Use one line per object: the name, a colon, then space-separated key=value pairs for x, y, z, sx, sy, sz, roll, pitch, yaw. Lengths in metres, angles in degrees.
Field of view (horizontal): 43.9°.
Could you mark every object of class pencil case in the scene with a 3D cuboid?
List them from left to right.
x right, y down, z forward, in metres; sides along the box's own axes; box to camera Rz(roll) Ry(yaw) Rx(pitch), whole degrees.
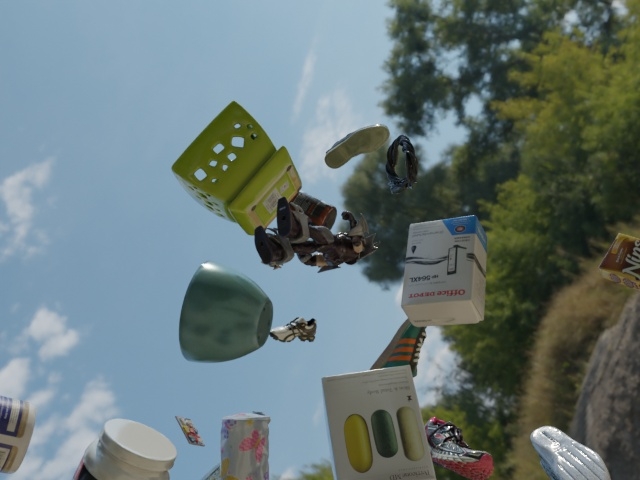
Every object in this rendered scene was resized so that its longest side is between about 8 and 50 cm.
pencil case: x=-0.168 y=0.532 z=1.819 sx=0.124 sy=0.113 sz=0.273 roll=6 pitch=-101 yaw=-41

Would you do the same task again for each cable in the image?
cable: x=0.223 y=-0.210 z=2.136 sx=0.184 sy=0.047 sz=0.151 roll=141 pitch=130 yaw=-72

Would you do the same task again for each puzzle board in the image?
puzzle board: x=-0.392 y=0.576 z=2.403 sx=0.011 sy=0.096 sz=0.128 roll=-33 pitch=-22 yaw=0

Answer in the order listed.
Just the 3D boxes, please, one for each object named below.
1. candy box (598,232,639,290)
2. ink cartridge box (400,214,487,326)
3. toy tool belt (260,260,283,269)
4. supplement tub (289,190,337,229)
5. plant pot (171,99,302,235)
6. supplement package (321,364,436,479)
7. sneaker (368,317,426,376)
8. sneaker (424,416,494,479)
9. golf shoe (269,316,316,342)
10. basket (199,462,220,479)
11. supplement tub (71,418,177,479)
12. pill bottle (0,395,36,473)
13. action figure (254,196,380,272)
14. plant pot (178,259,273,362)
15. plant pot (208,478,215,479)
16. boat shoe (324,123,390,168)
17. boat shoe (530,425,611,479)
candy box: x=0.764 y=0.063 z=1.862 sx=0.109 sy=0.186 sz=0.053 roll=-55 pitch=-43 yaw=-14
ink cartridge box: x=0.251 y=0.062 z=1.600 sx=0.086 sy=0.148 sz=0.203 roll=54 pitch=-144 yaw=-46
toy tool belt: x=-0.121 y=0.054 z=2.164 sx=0.051 sy=0.083 sz=0.052 roll=35 pitch=-111 yaw=-27
supplement tub: x=-0.057 y=-0.093 z=2.366 sx=0.106 sy=0.197 sz=0.106 roll=-53 pitch=-20 yaw=-29
plant pot: x=-0.181 y=-0.153 z=1.889 sx=0.227 sy=0.207 sz=0.228 roll=-49 pitch=-18 yaw=-9
supplement package: x=0.119 y=0.438 z=1.691 sx=0.198 sy=0.199 sz=0.263 roll=85 pitch=176 yaw=-50
sneaker: x=0.261 y=0.347 z=2.391 sx=0.302 sy=0.121 sz=0.108 roll=-53 pitch=-22 yaw=-8
sneaker: x=0.326 y=0.511 z=1.977 sx=0.120 sy=0.299 sz=0.112 roll=31 pitch=-103 yaw=-20
golf shoe: x=-0.099 y=0.313 z=2.848 sx=0.198 sy=0.077 sz=0.094 roll=2 pitch=-67 yaw=-38
basket: x=-0.220 y=0.610 z=1.947 sx=0.113 sy=0.103 sz=0.167 roll=65 pitch=-160 yaw=0
supplement tub: x=-0.437 y=0.538 z=1.680 sx=0.272 sy=0.191 sz=0.191 roll=-64 pitch=-25 yaw=4
pill bottle: x=-0.741 y=0.381 z=1.641 sx=0.264 sy=0.153 sz=0.153 roll=21 pitch=-87 yaw=-24
action figure: x=0.000 y=0.000 z=1.599 sx=0.185 sy=0.099 sz=0.285 roll=-35 pitch=-28 yaw=28
plant pot: x=-0.245 y=0.214 z=2.228 sx=0.290 sy=0.195 sz=0.291 roll=9 pitch=-90 yaw=-76
plant pot: x=-0.200 y=0.441 z=1.297 sx=0.083 sy=0.079 sz=0.083 roll=-18 pitch=-17 yaw=-6
boat shoe: x=0.112 y=-0.297 z=2.408 sx=0.081 sy=0.227 sz=0.069 roll=54 pitch=-151 yaw=-21
boat shoe: x=0.678 y=0.613 z=2.120 sx=0.121 sy=0.335 sz=0.119 roll=-24 pitch=-74 yaw=-3
